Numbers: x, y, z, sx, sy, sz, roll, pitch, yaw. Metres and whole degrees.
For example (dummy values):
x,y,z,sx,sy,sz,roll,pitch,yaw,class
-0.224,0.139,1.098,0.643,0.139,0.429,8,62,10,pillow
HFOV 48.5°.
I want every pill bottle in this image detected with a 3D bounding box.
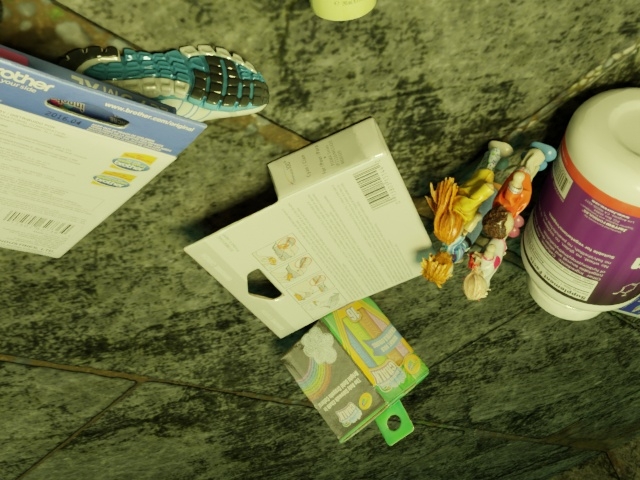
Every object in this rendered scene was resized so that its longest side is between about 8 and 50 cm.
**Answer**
x,y,z,sx,sy,sz,roll,pitch,yaw,class
0.374,-0.029,0.934,0.182,0.181,0.323,-12,145,-10,pill bottle

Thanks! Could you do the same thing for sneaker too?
x,y,z,sx,sy,sz,roll,pitch,yaw,class
-0.145,-0.134,0.674,0.191,0.071,0.083,1,149,-14,sneaker

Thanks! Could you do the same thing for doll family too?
x,y,z,sx,sy,sz,roll,pitch,yaw,class
0.194,-0.022,0.924,0.163,0.118,0.263,-53,160,-24,doll family

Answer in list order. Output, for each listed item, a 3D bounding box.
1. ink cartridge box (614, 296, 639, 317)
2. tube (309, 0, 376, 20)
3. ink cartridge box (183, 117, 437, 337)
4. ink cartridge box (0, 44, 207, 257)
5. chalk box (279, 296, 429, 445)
x,y,z,sx,sy,sz,roll,pitch,yaw,class
0.597,0.066,1.322,0.333,0.065,0.165,14,134,-42,ink cartridge box
0.009,-0.283,0.538,0.070,0.062,0.240,-50,153,-29,tube
0.000,0.000,0.928,0.261,0.066,0.296,-24,146,8,ink cartridge box
-0.259,-0.075,0.628,0.186,0.065,0.311,14,152,-38,ink cartridge box
0.068,0.214,1.106,0.132,0.213,0.132,-23,160,-50,chalk box
